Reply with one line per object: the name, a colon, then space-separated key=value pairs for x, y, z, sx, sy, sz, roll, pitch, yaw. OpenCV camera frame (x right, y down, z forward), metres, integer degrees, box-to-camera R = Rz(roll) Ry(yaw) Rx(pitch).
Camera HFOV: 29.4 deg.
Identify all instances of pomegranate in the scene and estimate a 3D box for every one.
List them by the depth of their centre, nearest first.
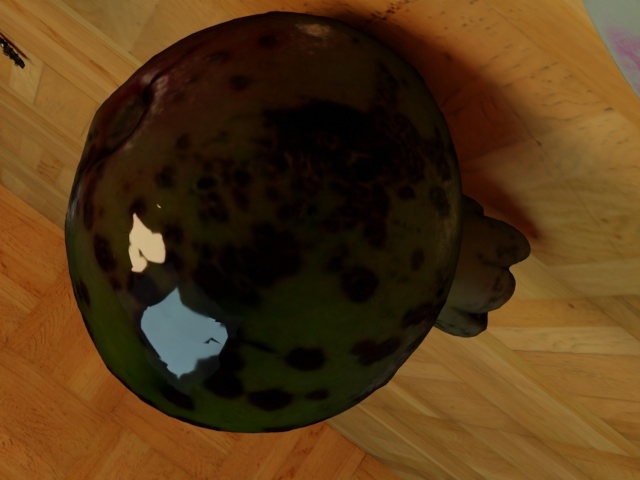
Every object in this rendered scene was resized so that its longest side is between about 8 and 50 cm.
pomegranate: x=-0.015 y=0.009 z=0.728 sx=0.242 sy=0.242 sz=0.306 roll=26 pitch=170 yaw=35

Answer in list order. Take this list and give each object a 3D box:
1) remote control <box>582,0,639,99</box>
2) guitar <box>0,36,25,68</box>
remote control: x=0.225 y=-0.042 z=0.330 sx=0.344 sy=0.050 sz=0.145 roll=18 pitch=159 yaw=52
guitar: x=-0.389 y=-0.240 z=1.221 sx=0.233 sy=0.025 sz=0.088 roll=38 pitch=-168 yaw=-38
